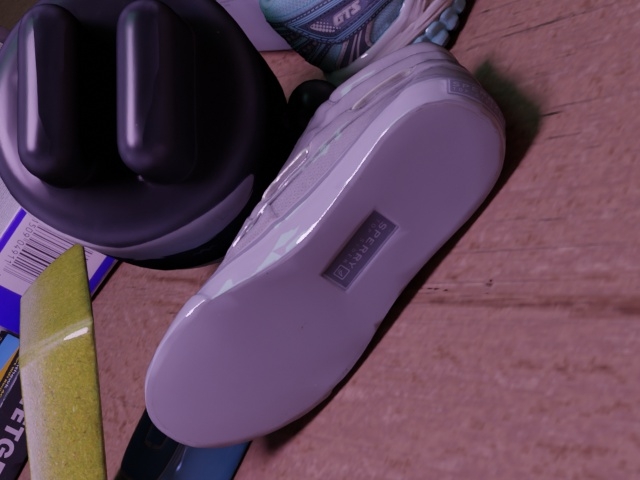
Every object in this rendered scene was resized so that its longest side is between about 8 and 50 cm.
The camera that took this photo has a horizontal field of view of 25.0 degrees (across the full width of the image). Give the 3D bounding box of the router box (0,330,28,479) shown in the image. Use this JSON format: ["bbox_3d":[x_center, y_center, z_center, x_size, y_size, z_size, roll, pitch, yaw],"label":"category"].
[{"bbox_3d":[-0.289,0.171,1.253,0.179,0.046,0.133,-63,22,-9],"label":"router box"}]

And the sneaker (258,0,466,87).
[{"bbox_3d":[0.062,-0.228,0.906,0.283,0.122,0.110,-62,22,-6],"label":"sneaker"}]

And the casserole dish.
[{"bbox_3d":[-0.071,0.094,0.898,0.188,0.037,0.114,-63,23,-12],"label":"casserole dish"}]

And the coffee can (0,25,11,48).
[{"bbox_3d":[-0.463,-0.111,1.772,0.201,0.201,0.275,-31,36,50],"label":"coffee can"}]

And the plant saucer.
[{"bbox_3d":[-0.158,0.113,0.894,0.188,0.045,0.188,-127,33,-72],"label":"plant saucer"}]

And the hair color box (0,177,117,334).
[{"bbox_3d":[-0.244,-0.072,1.386,0.185,0.110,0.339,-51,25,22],"label":"hair color box"}]

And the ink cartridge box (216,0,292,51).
[{"bbox_3d":[-0.012,-0.291,1.101,0.272,0.130,0.309,-60,16,-3],"label":"ink cartridge box"}]

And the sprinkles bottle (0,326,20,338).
[{"bbox_3d":[-0.351,0.012,1.486,0.121,0.121,0.355,-49,24,25],"label":"sprinkles bottle"}]

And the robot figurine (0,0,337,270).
[{"bbox_3d":[-0.108,-0.073,0.919,0.173,0.209,0.278,-53,-10,-1],"label":"robot figurine"}]

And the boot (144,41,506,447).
[{"bbox_3d":[0.000,0.000,0.817,0.258,0.095,0.123,-44,19,14],"label":"boot"}]
